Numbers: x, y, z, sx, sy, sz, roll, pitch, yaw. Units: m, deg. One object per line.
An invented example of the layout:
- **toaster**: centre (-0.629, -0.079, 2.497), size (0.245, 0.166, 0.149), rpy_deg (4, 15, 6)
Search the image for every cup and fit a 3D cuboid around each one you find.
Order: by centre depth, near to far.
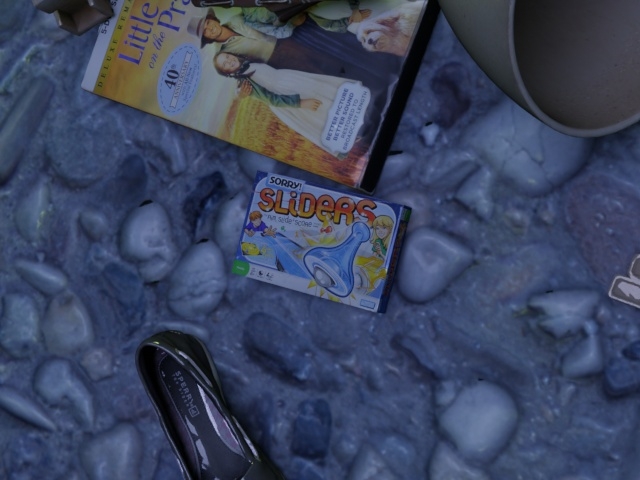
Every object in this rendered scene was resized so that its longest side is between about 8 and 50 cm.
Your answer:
- **cup**: centre (0.252, -0.307, 1.405), size (0.237, 0.331, 0.331), rpy_deg (35, 99, 46)

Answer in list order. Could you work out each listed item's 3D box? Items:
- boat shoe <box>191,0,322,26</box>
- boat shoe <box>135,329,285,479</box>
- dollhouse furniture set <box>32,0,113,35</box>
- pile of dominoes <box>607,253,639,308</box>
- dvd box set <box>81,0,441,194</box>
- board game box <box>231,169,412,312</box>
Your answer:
- **boat shoe**: centre (-0.040, -0.308, 1.558), size (0.257, 0.095, 0.095), rpy_deg (9, 123, 14)
- **boat shoe**: centre (-0.135, 0.263, 1.591), size (0.112, 0.095, 0.335), rpy_deg (-34, 74, 15)
- **dollhouse furniture set**: centre (-0.304, -0.427, 1.512), size (0.303, 0.355, 0.173), rpy_deg (-29, 71, 20)
- **pile of dominoes**: centre (0.467, 0.031, 1.426), size (0.196, 0.040, 0.251), rpy_deg (42, 92, 20)
- **dvd box set**: centre (-0.074, -0.269, 1.634), size (0.420, 0.062, 0.307), rpy_deg (22, 92, 21)
- **board game box**: centre (0.000, 0.000, 1.595), size (0.201, 0.035, 0.136), rpy_deg (14, 90, 21)
